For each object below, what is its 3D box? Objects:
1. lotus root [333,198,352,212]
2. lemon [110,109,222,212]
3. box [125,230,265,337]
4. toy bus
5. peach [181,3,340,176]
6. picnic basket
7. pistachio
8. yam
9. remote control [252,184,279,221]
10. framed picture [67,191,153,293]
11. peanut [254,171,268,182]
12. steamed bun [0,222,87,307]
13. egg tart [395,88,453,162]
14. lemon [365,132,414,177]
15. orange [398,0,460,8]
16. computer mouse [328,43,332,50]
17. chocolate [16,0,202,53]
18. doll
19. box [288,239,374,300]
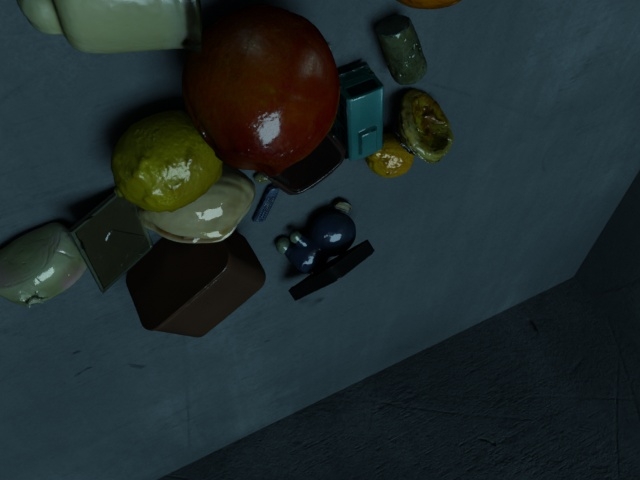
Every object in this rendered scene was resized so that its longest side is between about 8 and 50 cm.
[{"bbox_3d":[0.074,-0.124,2.064,0.083,0.030,0.037,14,119,-51],"label":"lotus root"},{"bbox_3d":[-0.360,-0.189,1.426,0.288,0.233,0.233,-29,148,-13],"label":"lemon"},{"bbox_3d":[-0.369,0.112,1.812,0.339,0.239,0.229,-40,150,10],"label":"box"},{"bbox_3d":[0.103,-0.350,1.683,0.128,0.147,0.256,-23,146,-11],"label":"toy bus"},{"bbox_3d":[-0.130,-0.327,1.334,0.372,0.289,0.373,-13,107,-47],"label":"peach"},{"bbox_3d":[-0.083,-0.267,1.650,0.222,0.129,0.297,-38,146,11],"label":"picnic basket"},{"bbox_3d":[-0.327,-0.101,1.608,0.318,0.214,0.193,-9,169,-17],"label":"pistachio"},{"bbox_3d":[0.214,-0.512,1.599,0.107,0.107,0.194,-35,147,4],"label":"yam"},{"bbox_3d":[-0.169,-0.115,1.875,0.043,0.027,0.152,-11,144,-40],"label":"remote control"},{"bbox_3d":[-0.552,-0.003,1.616,0.209,0.019,0.281,-49,157,-31],"label":"framed picture"},{"bbox_3d":[-0.157,-0.196,1.769,0.083,0.037,0.037,-32,148,2],"label":"peanut"},{"bbox_3d":[-0.715,0.078,1.545,0.238,0.153,0.170,-30,149,-4],"label":"steamed bun"},{"bbox_3d":[0.306,-0.341,1.831,0.241,0.241,0.106,2,163,-42],"label":"egg tart"},{"bbox_3d":[0.211,-0.268,1.889,0.187,0.142,0.142,6,131,-41],"label":"lemon"},{"bbox_3d":[0.247,-0.648,1.332,0.261,0.261,0.261,-22,146,-16],"label":"orange"},{"bbox_3d":[-0.038,-0.442,1.527,0.181,0.056,0.089,-33,152,-1],"label":"computer mouse"},{"bbox_3d":[-0.357,-0.481,1.010,0.297,0.326,0.314,-5,144,-11],"label":"chocolate"},{"bbox_3d":[0.000,0.000,2.077,0.258,0.154,0.228,-45,143,6],"label":"doll"},{"bbox_3d":[0.034,0.109,2.138,0.211,0.058,0.350,-36,-179,-34],"label":"box"}]
